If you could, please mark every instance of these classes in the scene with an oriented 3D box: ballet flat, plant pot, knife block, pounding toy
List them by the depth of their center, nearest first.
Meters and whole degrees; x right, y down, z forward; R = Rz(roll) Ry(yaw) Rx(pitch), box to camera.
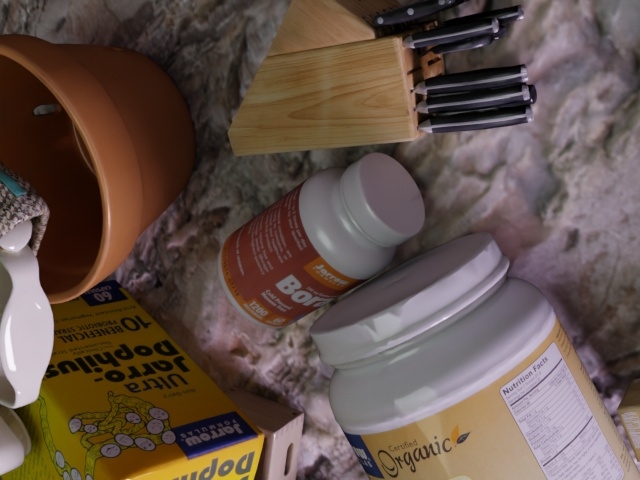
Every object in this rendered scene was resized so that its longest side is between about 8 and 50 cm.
[{"bbox_3d":[0.065,-0.130,0.850,0.242,0.088,0.276,42,127,12],"label":"knife block"},{"bbox_3d":[-0.374,0.140,0.955,0.182,0.164,0.483,29,118,19],"label":"ballet flat"},{"bbox_3d":[-0.278,-0.100,1.021,0.290,0.203,0.291,15,119,29],"label":"plant pot"},{"bbox_3d":[-0.093,0.268,1.150,0.130,0.100,0.141,16,109,27],"label":"pounding toy"}]

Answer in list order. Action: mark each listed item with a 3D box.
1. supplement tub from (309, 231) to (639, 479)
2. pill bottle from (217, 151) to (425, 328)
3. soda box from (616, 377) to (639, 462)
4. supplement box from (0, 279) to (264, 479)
[{"bbox_3d":[0.147,0.174,0.847,0.228,0.228,0.316,-26,96,39],"label":"supplement tub"},{"bbox_3d":[0.000,0.000,0.933,0.216,0.121,0.121,-33,91,40],"label":"pill bottle"},{"bbox_3d":[0.362,0.147,0.796,0.181,0.061,0.058,-17,101,38],"label":"soda box"},{"bbox_3d":[-0.262,0.227,1.091,0.356,0.194,0.195,37,123,38],"label":"supplement box"}]
